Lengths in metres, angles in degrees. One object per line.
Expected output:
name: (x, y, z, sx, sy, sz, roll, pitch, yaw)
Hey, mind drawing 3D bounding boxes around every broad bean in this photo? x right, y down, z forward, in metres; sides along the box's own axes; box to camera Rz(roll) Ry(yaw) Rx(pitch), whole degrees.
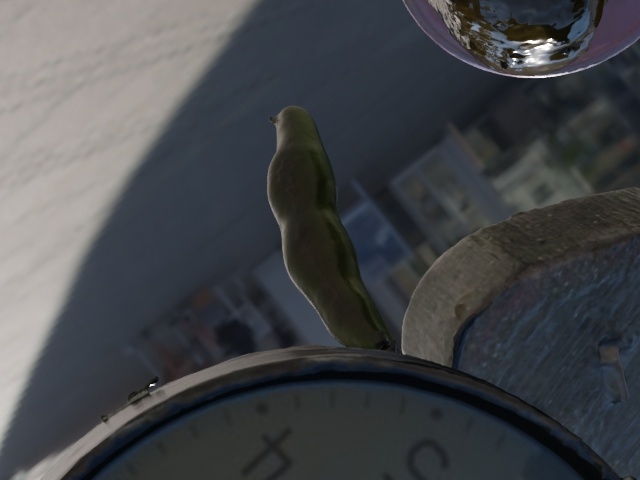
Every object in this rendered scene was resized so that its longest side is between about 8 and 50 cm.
broad bean: (-0.001, 0.000, 1.272, 0.060, 0.298, 0.043, -28, 138, 9)

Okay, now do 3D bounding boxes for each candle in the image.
candle: (0.143, 0.049, 0.921, 0.168, 0.192, 0.068, -54, -144, -2)

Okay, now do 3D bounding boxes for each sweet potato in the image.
sweet potato: (0.097, -0.146, 0.874, 0.098, 0.124, 0.310, -20, 175, -7)

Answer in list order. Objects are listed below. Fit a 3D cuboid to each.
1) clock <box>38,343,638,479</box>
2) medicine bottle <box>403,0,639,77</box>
clock: (0.007, 0.192, 0.657, 0.312, 0.313, 0.061, -38, 180, -9)
medicine bottle: (0.143, -0.263, 1.208, 0.202, 0.202, 0.316, -39, -159, 19)
